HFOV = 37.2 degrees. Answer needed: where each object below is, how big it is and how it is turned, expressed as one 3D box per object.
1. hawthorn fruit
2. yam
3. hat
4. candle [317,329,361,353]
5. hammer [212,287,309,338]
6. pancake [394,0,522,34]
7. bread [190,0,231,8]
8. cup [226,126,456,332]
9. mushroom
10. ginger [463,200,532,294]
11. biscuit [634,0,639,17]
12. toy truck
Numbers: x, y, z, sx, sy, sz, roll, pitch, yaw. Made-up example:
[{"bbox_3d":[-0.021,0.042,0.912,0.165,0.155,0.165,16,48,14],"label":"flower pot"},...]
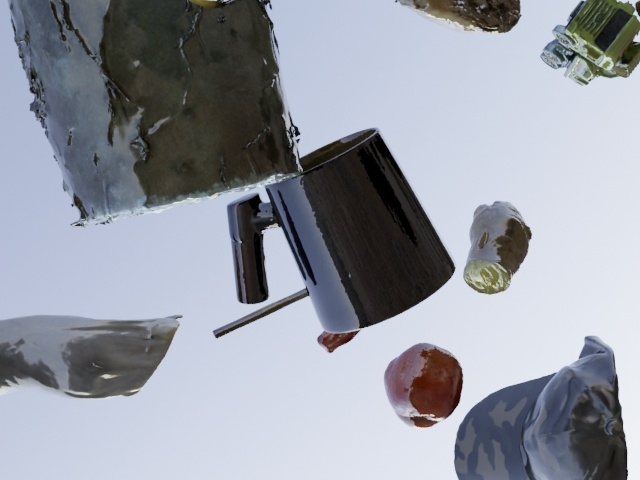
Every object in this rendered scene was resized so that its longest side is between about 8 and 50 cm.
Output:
[{"bbox_3d":[0.149,0.213,1.385,0.128,0.128,0.128,-29,-52,-45],"label":"hawthorn fruit"},{"bbox_3d":[-0.149,-0.190,0.836,0.241,0.241,0.348,-9,-97,-53],"label":"yam"},{"bbox_3d":[0.380,0.364,1.701,0.257,0.382,0.366,32,-130,-52],"label":"hat"},{"bbox_3d":[0.120,0.103,1.786,0.329,0.051,0.048,-39,-20,-26],"label":"candle"},{"bbox_3d":[-0.068,0.098,1.353,0.182,0.062,0.017,-25,-60,-13],"label":"hammer"},{"bbox_3d":[0.139,-0.429,1.348,0.382,0.382,0.071,-21,-19,-49],"label":"pancake"},{"bbox_3d":[-0.126,-0.265,0.588,0.133,0.252,0.174,-53,-4,8],"label":"bread"},{"bbox_3d":[0.005,0.001,1.042,0.239,0.166,0.177,-27,-77,-2],"label":"cup"},{"bbox_3d":[-0.337,0.142,1.143,0.097,0.351,0.109,-77,-21,-67],"label":"mushroom"},{"bbox_3d":[0.346,0.007,1.851,0.109,0.116,0.263,-49,8,34],"label":"ginger"},{"bbox_3d":[0.495,-0.329,1.237,0.249,0.184,0.035,-48,-66,-82],"label":"biscuit"},{"bbox_3d":[0.374,-0.262,1.284,0.085,0.116,0.191,-52,-7,0],"label":"toy truck"}]
